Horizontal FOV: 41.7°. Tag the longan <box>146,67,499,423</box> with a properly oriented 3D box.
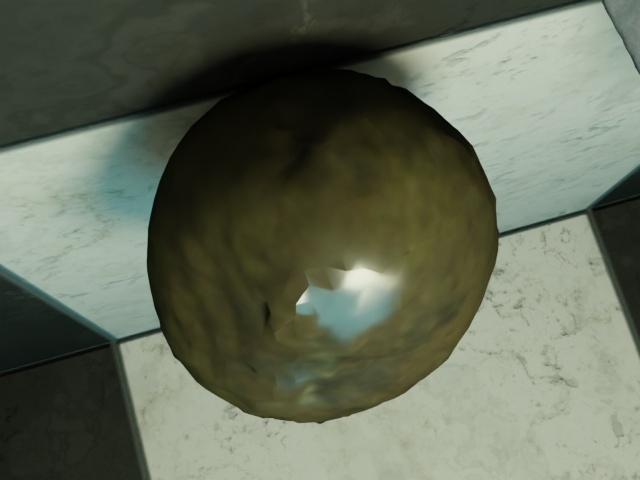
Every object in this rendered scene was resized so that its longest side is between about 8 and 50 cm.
[{"bbox_3d":[0.004,-0.001,0.990,0.404,0.404,0.435,-9,139,-30],"label":"longan"}]

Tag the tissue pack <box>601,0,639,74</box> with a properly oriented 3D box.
[{"bbox_3d":[0.495,-0.167,0.844,0.288,0.394,0.124,-23,-160,32],"label":"tissue pack"}]
